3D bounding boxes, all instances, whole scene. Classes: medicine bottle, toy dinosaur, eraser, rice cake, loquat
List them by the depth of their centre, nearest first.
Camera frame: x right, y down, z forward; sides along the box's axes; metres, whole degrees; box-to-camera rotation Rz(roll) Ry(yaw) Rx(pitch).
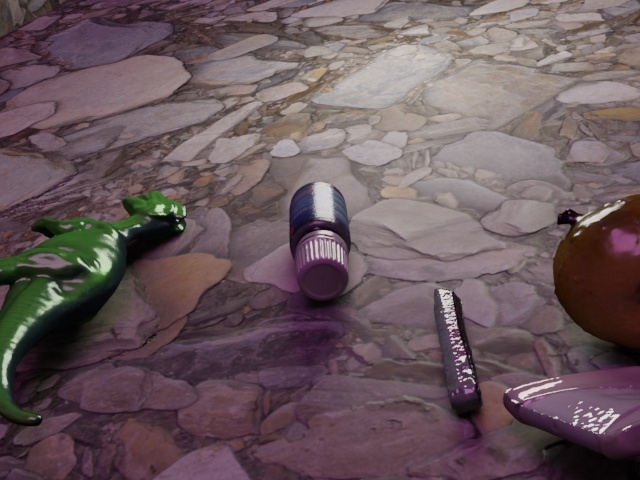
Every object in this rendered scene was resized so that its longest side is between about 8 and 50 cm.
[{"bbox_3d":[0.318,0.151,0.788,0.244,0.059,0.204,-5,0,-13],"label":"eraser"},{"bbox_3d":[0.339,0.035,0.918,0.172,0.149,0.204,-30,48,-29],"label":"loquat"},{"bbox_3d":[0.149,0.115,0.967,0.033,0.033,0.207,-18,28,11],"label":"rice cake"},{"bbox_3d":[-0.282,0.075,1.152,0.375,0.143,0.500,-15,31,-29],"label":"toy dinosaur"},{"bbox_3d":[0.000,0.000,1.170,0.084,0.083,0.203,-11,32,3],"label":"medicine bottle"}]
